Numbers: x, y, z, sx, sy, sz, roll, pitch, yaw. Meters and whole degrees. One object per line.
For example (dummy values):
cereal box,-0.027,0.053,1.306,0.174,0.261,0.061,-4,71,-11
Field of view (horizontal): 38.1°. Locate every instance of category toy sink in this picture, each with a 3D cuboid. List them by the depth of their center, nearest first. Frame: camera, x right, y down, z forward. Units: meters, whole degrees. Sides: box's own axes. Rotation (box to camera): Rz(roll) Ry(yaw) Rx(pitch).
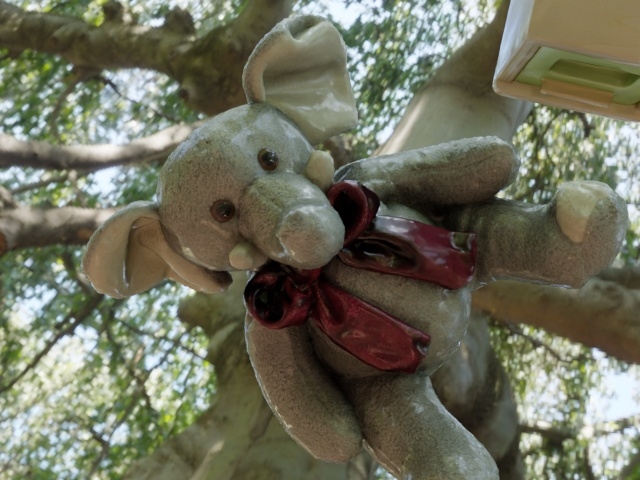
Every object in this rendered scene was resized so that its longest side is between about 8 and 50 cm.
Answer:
toy sink,0.247,-0.189,0.831,0.152,0.234,0.131,13,-92,1

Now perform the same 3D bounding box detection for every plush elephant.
plush elephant,0.000,0.000,0.651,0.255,0.272,0.330,32,0,-41
